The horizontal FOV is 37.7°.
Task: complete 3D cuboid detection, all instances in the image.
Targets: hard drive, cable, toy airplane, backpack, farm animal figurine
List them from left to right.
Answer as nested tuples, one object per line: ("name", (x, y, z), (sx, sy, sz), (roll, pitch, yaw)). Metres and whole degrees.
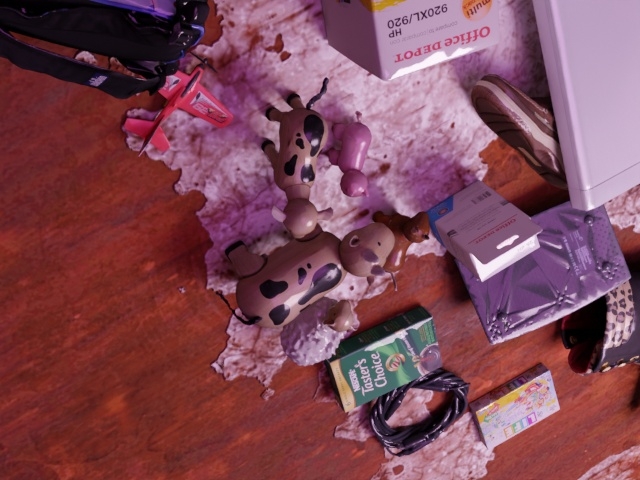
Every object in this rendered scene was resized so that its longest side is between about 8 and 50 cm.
("backpack", (-0.254, -0.283, 0.972), (0.264, 0.276, 0.213), (3, 84, -18))
("toy airplane", (-0.187, -0.170, 1.192), (0.151, 0.028, 0.151), (-9, 119, -18))
("farm animal figurine", (0.000, 0.000, 1.277), (0.327, 0.172, 0.330), (-46, 124, 5))
("cable", (0.169, 0.278, 1.583), (0.185, 0.047, 0.150), (-29, 119, -4))
("hard drive", (0.349, 0.041, 1.491), (0.255, 0.054, 0.172), (-25, 101, -5))
("hard drive", (0.427, -0.249, 1.351), (0.233, 0.047, 0.353), (-27, 114, -23))

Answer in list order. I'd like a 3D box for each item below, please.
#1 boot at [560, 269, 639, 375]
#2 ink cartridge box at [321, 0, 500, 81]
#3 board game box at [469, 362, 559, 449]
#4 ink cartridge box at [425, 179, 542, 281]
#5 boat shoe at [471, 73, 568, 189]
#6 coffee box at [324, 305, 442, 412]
("boot", (0.561, 0.201, 1.652), (0.284, 0.138, 0.377), (-3, 113, -24))
("ink cartridge box", (0.100, -0.344, 1.141), (0.171, 0.168, 0.232), (-20, 123, -14))
("board game box", (0.348, 0.297, 1.677), (0.154, 0.026, 0.103), (-28, 124, -8))
("ink cartridge box", (0.244, -0.009, 1.375), (0.104, 0.180, 0.060), (-30, 124, -6))
("boat shoe", (0.317, -0.178, 1.383), (0.257, 0.095, 0.095), (38, 83, -40))
("coffee box", (0.101, 0.190, 1.503), (0.184, 0.040, 0.113), (-22, 123, -12))
